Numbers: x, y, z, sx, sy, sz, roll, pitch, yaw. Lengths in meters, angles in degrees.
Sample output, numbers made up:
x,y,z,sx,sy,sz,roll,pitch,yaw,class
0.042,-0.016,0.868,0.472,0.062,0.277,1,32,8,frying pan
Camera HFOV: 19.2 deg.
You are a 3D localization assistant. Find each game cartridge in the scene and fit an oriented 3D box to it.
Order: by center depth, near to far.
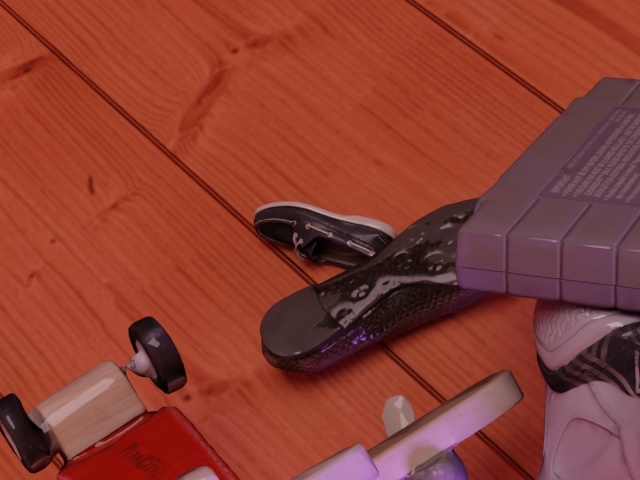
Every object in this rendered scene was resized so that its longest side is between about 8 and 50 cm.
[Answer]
x,y,z,sx,sy,sz,roll,pitch,yaw,class
0.255,-0.036,1.356,0.230,0.068,0.355,3,22,25,game cartridge

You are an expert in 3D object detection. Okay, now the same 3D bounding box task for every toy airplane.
x,y,z,sx,sy,sz,roll,pitch,yaw,class
-0.069,0.229,1.275,0.386,0.272,0.384,-14,21,26,toy airplane

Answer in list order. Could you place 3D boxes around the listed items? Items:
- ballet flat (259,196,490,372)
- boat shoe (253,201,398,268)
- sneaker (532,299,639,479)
x,y,z,sx,sy,sz,roll,pitch,yaw,class
0.069,0.040,1.491,0.249,0.058,0.084,-27,56,-5,ballet flat
0.000,0.000,1.543,0.125,0.046,0.038,12,57,16,boat shoe
0.237,0.161,1.189,0.137,0.210,0.366,-3,13,-16,sneaker
